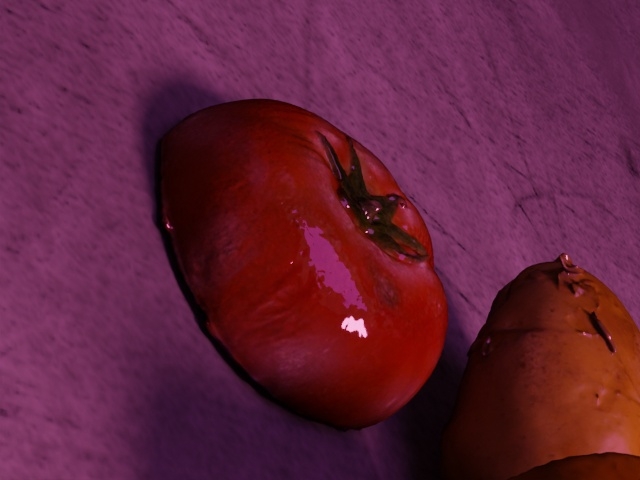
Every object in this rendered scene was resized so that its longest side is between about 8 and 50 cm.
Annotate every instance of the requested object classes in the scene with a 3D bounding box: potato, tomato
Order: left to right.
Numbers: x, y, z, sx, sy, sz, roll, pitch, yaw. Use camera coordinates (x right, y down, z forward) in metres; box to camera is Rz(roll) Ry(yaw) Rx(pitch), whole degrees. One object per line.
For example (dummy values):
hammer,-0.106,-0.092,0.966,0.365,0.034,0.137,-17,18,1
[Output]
tomato,0.001,0.000,1.015,0.225,0.085,0.225,39,32,-30
potato,0.156,0.151,1.057,0.173,0.140,0.300,26,48,-47

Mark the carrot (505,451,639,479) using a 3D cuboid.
carrot,0.131,0.258,0.785,0.241,0.241,0.341,30,34,-45
